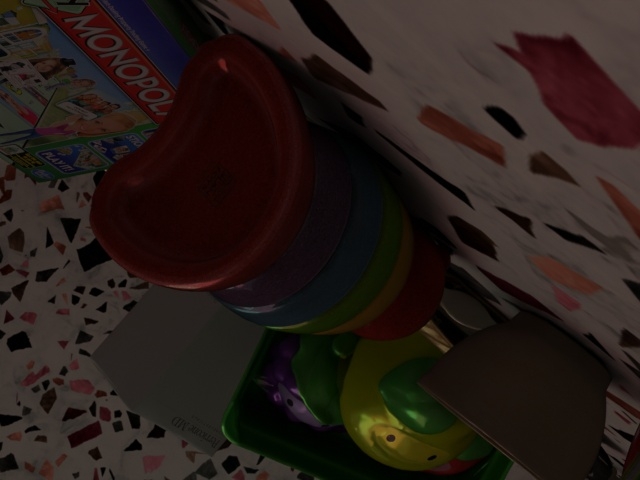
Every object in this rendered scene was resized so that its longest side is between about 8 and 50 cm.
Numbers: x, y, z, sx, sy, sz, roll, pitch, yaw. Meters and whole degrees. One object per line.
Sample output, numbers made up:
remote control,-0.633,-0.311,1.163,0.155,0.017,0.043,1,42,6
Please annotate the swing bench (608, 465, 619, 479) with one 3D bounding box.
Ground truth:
swing bench,0.488,0.531,1.442,0.253,0.255,0.165,39,176,4

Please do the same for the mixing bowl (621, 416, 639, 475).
mixing bowl,0.335,0.250,0.841,0.181,0.098,0.181,39,176,4

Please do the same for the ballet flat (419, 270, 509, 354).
ballet flat,0.169,0.109,0.926,0.232,0.080,0.073,38,161,-5

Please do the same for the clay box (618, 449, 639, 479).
clay box,0.217,0.150,0.581,0.053,0.127,0.222,36,176,22

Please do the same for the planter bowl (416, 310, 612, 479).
planter bowl,0.179,0.130,0.809,0.162,0.109,0.162,38,176,3

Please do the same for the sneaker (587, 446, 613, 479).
sneaker,0.307,0.281,1.351,0.100,0.108,0.271,43,173,-31

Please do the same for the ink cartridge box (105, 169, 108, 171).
ink cartridge box,-0.321,-0.185,1.502,0.226,0.131,0.306,40,180,-8

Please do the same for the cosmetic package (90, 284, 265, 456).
cosmetic package,-0.137,0.116,1.455,0.156,0.385,0.217,35,175,43

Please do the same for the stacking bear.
stacking bear,0.000,0.000,0.731,0.164,0.175,0.289,44,-170,37

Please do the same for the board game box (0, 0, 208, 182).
board game box,-0.196,-0.132,0.724,0.317,0.213,0.046,50,-148,-70

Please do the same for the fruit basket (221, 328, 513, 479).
fruit basket,0.090,0.202,1.154,0.392,0.283,0.392,24,-166,-6
